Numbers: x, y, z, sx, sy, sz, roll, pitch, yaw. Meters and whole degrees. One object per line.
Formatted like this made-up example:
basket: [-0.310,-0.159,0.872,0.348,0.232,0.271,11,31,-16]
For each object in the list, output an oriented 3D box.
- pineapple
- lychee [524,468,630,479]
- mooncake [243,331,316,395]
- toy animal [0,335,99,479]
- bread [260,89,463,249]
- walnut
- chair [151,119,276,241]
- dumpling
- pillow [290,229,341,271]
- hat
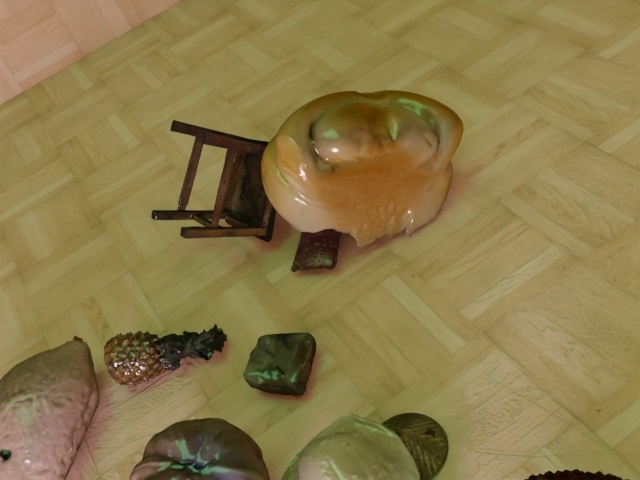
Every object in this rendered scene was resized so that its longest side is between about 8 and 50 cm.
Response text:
pineapple: [-0.320,0.228,1.620,0.251,0.125,0.125,-14,43,4]
lychee: [0.333,0.428,0.999,0.275,0.276,0.304,19,36,37]
mooncake: [-0.071,0.240,1.511,0.125,0.073,0.130,3,50,22]
toy animal: [-0.571,0.346,1.546,0.226,0.188,0.359,1,47,17]
bread: [0.092,-0.162,1.658,0.423,0.245,0.329,-6,74,-18]
walnut: [-0.192,0.420,1.273,0.248,0.248,0.248,-13,43,12]
chair: [-0.153,-0.121,1.834,0.203,0.415,0.241,22,102,52]
dumpling: [0.060,0.378,1.267,0.252,0.131,0.179,9,48,39]
pillow: [0.000,0.000,1.746,0.118,0.043,0.185,-6,48,23]
hat: [0.140,0.341,1.319,0.145,0.067,0.146,-13,44,12]
